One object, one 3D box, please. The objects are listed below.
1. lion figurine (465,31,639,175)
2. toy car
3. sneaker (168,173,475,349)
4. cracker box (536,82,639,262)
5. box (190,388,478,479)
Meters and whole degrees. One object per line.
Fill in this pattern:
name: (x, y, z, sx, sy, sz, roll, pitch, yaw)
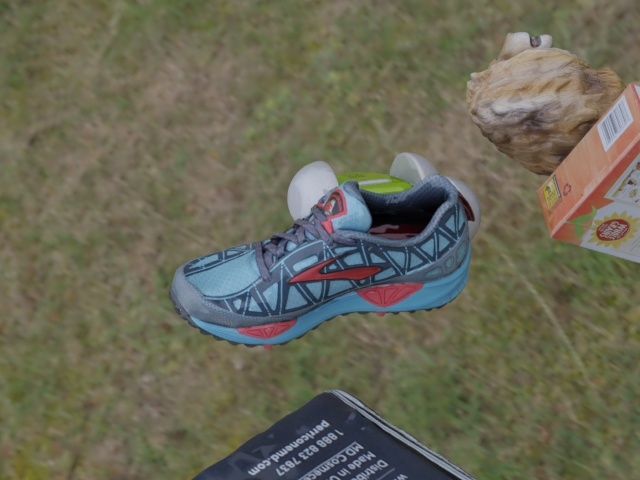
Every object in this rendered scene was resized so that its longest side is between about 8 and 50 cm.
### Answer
lion figurine: (0.319, -0.080, 1.994, 0.240, 0.392, 0.142, -17, 44, 13)
toy car: (0.061, -0.005, 1.800, 0.182, 0.159, 0.136, 38, 130, 55)
sneaker: (0.000, 0.000, 1.483, 0.262, 0.125, 0.104, -12, 44, -19)
cracker box: (0.343, -0.046, 1.700, 0.155, 0.232, 0.067, -52, 35, 37)
box: (0.068, 0.440, 1.160, 0.472, 0.297, 0.479, 30, 132, 29)
